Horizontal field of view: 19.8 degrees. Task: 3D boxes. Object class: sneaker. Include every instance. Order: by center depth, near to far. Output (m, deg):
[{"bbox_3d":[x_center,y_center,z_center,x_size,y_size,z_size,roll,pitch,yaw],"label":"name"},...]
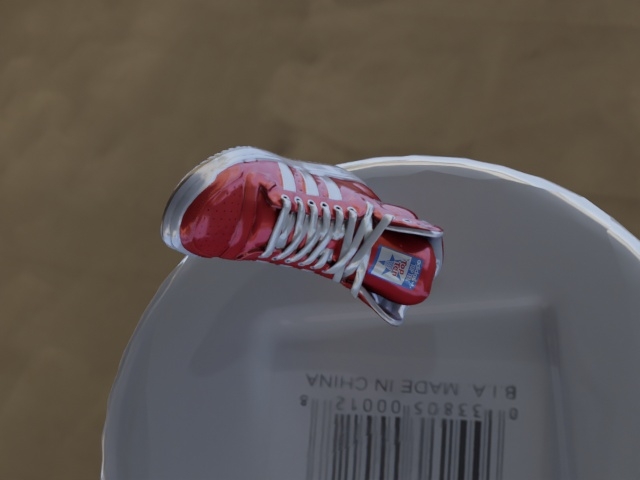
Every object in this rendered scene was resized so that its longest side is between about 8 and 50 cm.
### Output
[{"bbox_3d":[0.000,0.000,0.654,0.067,0.118,0.042,35,-69,29],"label":"sneaker"}]

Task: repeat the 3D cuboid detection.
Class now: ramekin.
[{"bbox_3d":[0.041,0.099,0.755,0.277,0.135,0.277,-1,-110,3],"label":"ramekin"}]
